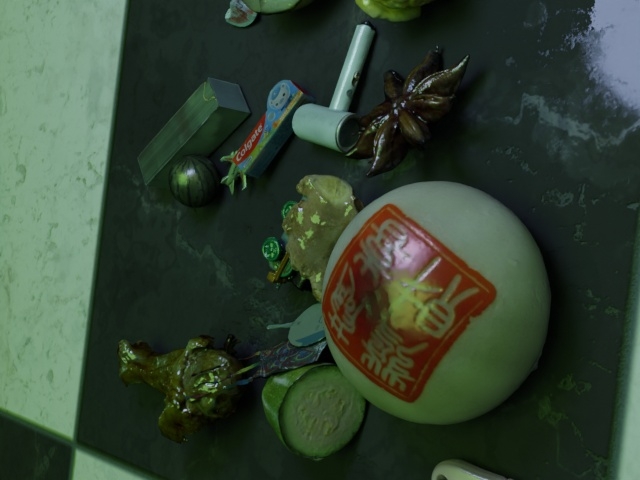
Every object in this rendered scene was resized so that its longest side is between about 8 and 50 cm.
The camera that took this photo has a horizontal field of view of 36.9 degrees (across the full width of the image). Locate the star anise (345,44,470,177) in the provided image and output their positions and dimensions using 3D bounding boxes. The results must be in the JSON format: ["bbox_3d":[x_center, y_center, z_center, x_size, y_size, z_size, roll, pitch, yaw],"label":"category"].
[{"bbox_3d":[0.154,-0.196,1.570,0.272,0.102,0.272,-36,33,27],"label":"star anise"}]

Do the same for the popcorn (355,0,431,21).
[{"bbox_3d":[0.119,-0.468,1.575,0.217,0.181,0.235,-33,59,39],"label":"popcorn"}]

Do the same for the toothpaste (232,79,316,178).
[{"bbox_3d":[-0.095,-0.215,1.825,0.193,0.044,0.070,-52,53,15],"label":"toothpaste"}]

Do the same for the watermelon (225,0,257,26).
[{"bbox_3d":[-0.167,-0.466,1.928,0.085,0.061,0.085,-7,77,34],"label":"watermelon"}]

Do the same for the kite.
[{"bbox_3d":[-0.112,0.220,1.697,0.286,0.152,0.015,-20,106,15],"label":"kite"}]

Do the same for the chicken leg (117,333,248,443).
[{"bbox_3d":[-0.280,0.293,1.901,0.361,0.140,0.211,-10,57,43],"label":"chicken leg"}]

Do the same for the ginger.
[{"bbox_3d":[-0.004,-0.003,1.623,0.138,0.074,0.213,22,112,23],"label":"ginger"}]

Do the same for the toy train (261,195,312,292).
[{"bbox_3d":[-0.015,0.006,1.714,0.136,0.091,0.227,38,111,28],"label":"toy train"}]

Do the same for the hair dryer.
[{"bbox_3d":[0.037,-0.282,1.711,0.131,0.073,0.236,24,99,44],"label":"hair dryer"}]

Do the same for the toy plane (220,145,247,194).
[{"bbox_3d":[-0.163,-0.148,1.903,0.102,0.040,0.111,50,118,33],"label":"toy plane"}]

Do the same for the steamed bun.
[{"bbox_3d":[0.150,0.090,1.447,0.375,0.241,0.374,-8,77,40],"label":"steamed bun"}]

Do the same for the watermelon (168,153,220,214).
[{"bbox_3d":[-0.255,-0.110,1.949,0.105,0.105,0.133,25,125,42],"label":"watermelon"}]

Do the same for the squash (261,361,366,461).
[{"bbox_3d":[-0.021,0.282,1.648,0.123,0.170,0.170,13,94,56],"label":"squash"}]

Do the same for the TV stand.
[{"bbox_3d":[-0.264,-0.216,1.973,0.269,0.088,0.082,-40,59,33],"label":"TV stand"}]

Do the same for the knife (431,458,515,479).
[{"bbox_3d":[0.306,0.390,1.401,0.336,0.043,0.081,6,95,42],"label":"knife"}]

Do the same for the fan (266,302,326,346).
[{"bbox_3d":[-0.032,0.150,1.717,0.175,0.005,0.113,-9,37,39],"label":"fan"}]

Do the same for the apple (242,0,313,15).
[{"bbox_3d":[-0.066,-0.518,1.766,0.189,0.174,0.207,4,86,24],"label":"apple"}]
